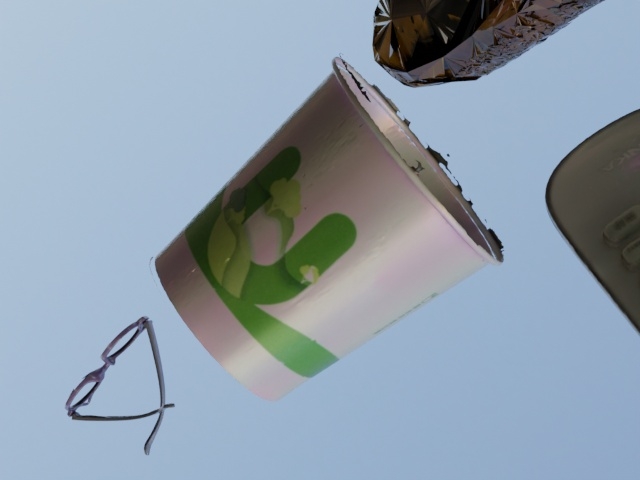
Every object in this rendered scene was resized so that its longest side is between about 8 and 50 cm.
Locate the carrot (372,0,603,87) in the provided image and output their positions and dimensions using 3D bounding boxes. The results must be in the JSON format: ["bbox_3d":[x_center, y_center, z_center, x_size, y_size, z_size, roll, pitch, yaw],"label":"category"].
[{"bbox_3d":[0.105,-0.129,0.710,0.229,0.069,0.069,-29,-146,50],"label":"carrot"}]

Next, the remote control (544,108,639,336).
[{"bbox_3d":[0.138,0.032,0.474,0.073,0.044,0.229,-30,-137,-2],"label":"remote control"}]

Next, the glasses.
[{"bbox_3d":[-0.185,0.158,1.647,0.104,0.062,0.140,41,-73,12],"label":"glasses"}]

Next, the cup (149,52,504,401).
[{"bbox_3d":[0.000,0.000,1.566,0.274,0.253,0.253,-39,-144,11],"label":"cup"}]
